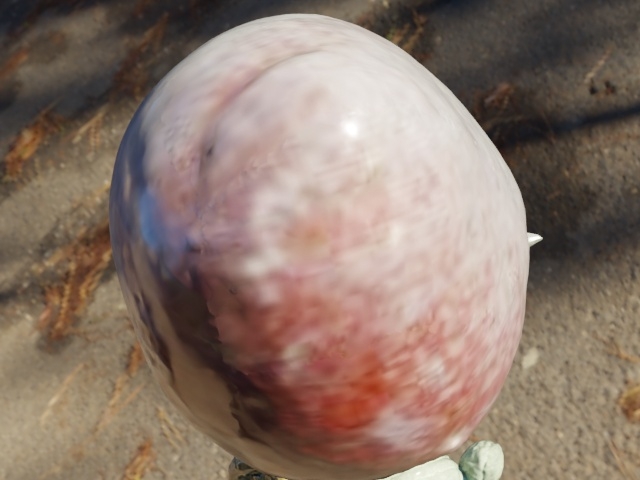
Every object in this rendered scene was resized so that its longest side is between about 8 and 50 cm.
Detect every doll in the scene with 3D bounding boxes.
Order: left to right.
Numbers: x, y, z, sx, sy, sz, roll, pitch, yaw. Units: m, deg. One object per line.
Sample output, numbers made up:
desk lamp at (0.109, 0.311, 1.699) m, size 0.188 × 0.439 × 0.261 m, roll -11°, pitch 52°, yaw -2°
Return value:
doll at (0.073, 0.244, 0.969) m, size 0.214 × 0.103 × 0.071 m, roll -26°, pitch 54°, yaw -19°

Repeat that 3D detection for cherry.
cherry at (-0.002, -0.011, 0.742) m, size 0.291 × 0.335 × 0.326 m, roll -15°, pitch 42°, yaw 11°

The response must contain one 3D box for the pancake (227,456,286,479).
pancake at (-0.041, 0.271, 1.030) m, size 0.151 × 0.152 × 0.025 m, roll 10°, pitch 27°, yaw 44°
